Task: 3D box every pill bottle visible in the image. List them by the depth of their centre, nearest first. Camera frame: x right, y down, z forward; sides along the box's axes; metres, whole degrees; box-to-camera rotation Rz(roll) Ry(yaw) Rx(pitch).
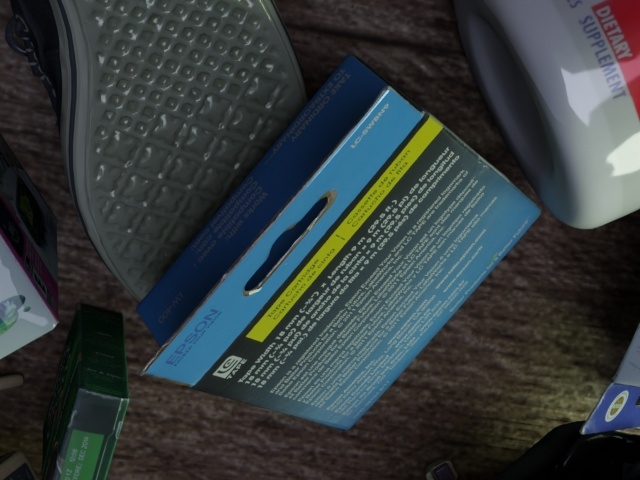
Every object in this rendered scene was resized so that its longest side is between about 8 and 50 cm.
[{"bbox_3d":[0.321,-0.189,1.133,0.408,0.229,0.229,-25,110,-3],"label":"pill bottle"}]

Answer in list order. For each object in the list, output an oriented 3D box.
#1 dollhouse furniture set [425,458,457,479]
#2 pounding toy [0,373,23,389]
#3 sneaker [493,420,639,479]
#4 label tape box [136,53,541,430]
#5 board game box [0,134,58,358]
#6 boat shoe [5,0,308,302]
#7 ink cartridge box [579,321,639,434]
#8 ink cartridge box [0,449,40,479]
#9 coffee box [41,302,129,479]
[{"bbox_3d":[0.162,0.216,1.305,0.114,0.081,0.091,-28,110,-2],"label":"dollhouse furniture set"},{"bbox_3d":[-0.317,0.120,1.163,0.100,0.130,0.141,-39,111,15],"label":"pounding toy"},{"bbox_3d":[0.271,0.306,1.276,0.447,0.169,0.257,26,92,-40],"label":"sneaker"},{"bbox_3d":[0.000,0.000,1.091,0.240,0.106,0.334,-49,153,6],"label":"label tape box"},{"bbox_3d":[-0.295,-0.078,1.046,0.097,0.224,0.303,-31,111,0],"label":"board game box"},{"bbox_3d":[-0.130,-0.164,1.095,0.187,0.156,0.500,-22,125,-10],"label":"boat shoe"},{"bbox_3d":[0.317,0.066,1.242,0.223,0.045,0.224,4,113,-56],"label":"ink cartridge box"},{"bbox_3d":[-0.291,0.290,1.167,0.235,0.088,0.193,-24,95,23],"label":"ink cartridge box"},{"bbox_3d":[-0.179,0.129,1.156,0.040,0.184,0.113,15,105,-13],"label":"coffee box"}]
